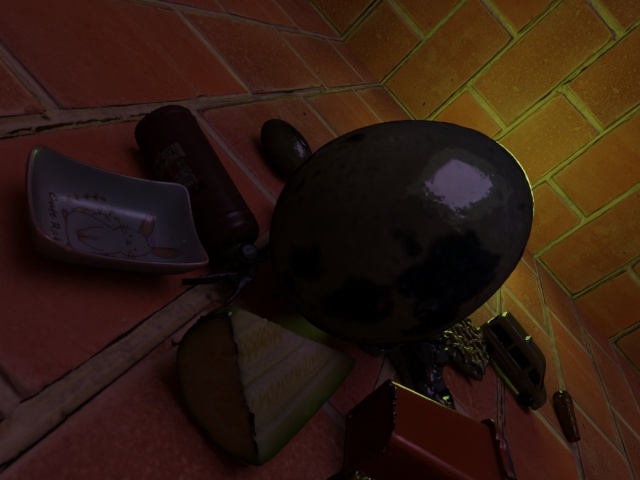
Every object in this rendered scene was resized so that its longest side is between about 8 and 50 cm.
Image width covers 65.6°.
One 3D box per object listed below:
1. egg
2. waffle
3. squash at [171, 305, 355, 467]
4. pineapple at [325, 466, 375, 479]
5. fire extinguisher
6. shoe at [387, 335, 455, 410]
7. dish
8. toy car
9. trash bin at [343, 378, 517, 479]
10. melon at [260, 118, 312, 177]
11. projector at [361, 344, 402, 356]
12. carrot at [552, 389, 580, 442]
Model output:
[{"bbox_3d":[0.129,-0.017,0.794,0.345,0.428,0.344,162,-90,-77],"label":"egg"},{"bbox_3d":[0.335,0.236,1.227,0.223,0.054,0.204,44,26,-5],"label":"waffle"},{"bbox_3d":[-0.063,0.140,0.670,0.289,0.111,0.203,-30,113,-60],"label":"squash"},{"bbox_3d":[0.090,0.401,0.571,0.277,0.130,0.119,47,-3,1],"label":"pineapple"},{"bbox_3d":[-0.191,-0.049,0.768,0.147,0.106,0.337,-22,69,-30],"label":"fire extinguisher"},{"bbox_3d":[0.215,0.233,0.970,0.099,0.125,0.227,10,44,-56],"label":"shoe"},{"bbox_3d":[-0.262,-0.019,0.626,0.212,0.077,0.151,13,42,-46],"label":"dish"},{"bbox_3d":[0.537,0.322,1.342,0.256,0.124,0.101,55,28,14],"label":"toy car"},{"bbox_3d":[0.157,0.332,0.726,0.239,0.161,0.184,33,29,-14],"label":"trash bin"},{"bbox_3d":[-0.081,-0.216,1.153,0.099,0.099,0.162,-2,54,-58],"label":"melon"},{"bbox_3d":[0.145,0.142,0.952,0.061,0.147,0.115,42,26,-33],"label":"projector"},{"bbox_3d":[0.724,0.514,1.459,0.055,0.055,0.161,40,34,-17],"label":"carrot"}]
